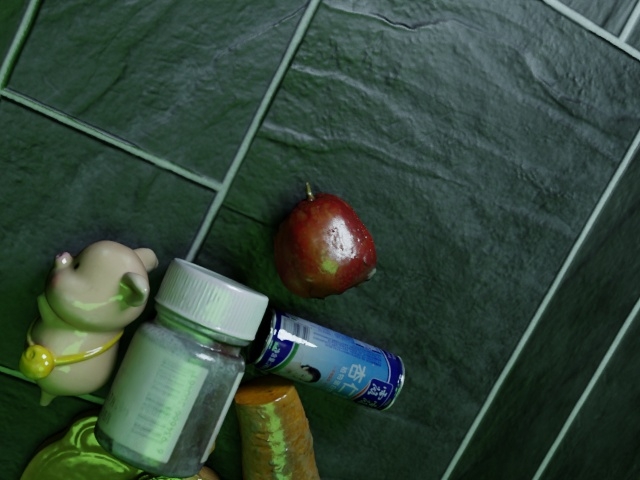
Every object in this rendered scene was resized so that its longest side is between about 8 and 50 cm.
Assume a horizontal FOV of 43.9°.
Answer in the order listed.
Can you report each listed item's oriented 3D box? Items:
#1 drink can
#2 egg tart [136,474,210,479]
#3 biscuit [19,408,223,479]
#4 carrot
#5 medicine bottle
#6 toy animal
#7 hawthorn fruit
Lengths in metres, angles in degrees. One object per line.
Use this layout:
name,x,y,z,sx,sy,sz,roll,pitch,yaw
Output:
drink can,0.007,0.184,1.226,0.235,0.097,0.097,23,100,-20
egg tart,-0.223,0.447,1.195,0.213,0.090,0.212,-3,104,-11
biscuit,-0.297,0.402,1.237,0.352,0.057,0.311,-5,109,-13
carrot,-0.065,0.370,1.247,0.139,0.138,0.301,-12,109,-11
medicine bottle,-0.192,0.177,1.116,0.165,0.165,0.273,25,86,-20
toy animal,-0.328,0.115,1.090,0.149,0.165,0.248,29,104,-25
hawthorn fruit,0.000,0.000,1.147,0.148,0.148,0.171,-17,101,-9
